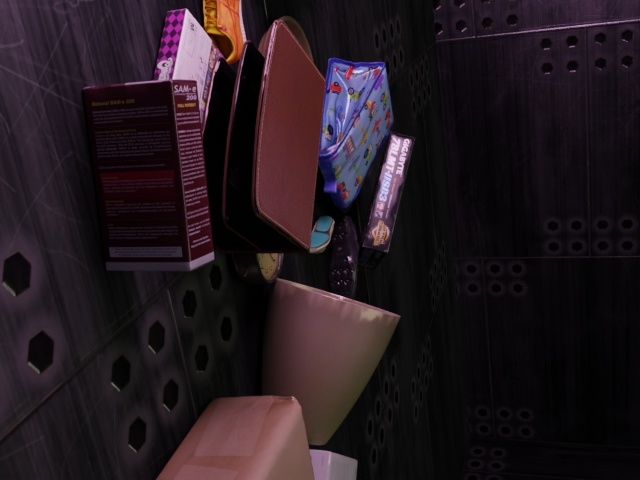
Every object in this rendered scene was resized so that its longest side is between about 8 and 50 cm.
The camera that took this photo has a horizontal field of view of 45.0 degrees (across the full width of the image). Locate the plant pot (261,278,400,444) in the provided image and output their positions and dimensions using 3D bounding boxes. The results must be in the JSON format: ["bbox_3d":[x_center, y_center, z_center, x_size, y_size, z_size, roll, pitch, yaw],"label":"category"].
[{"bbox_3d":[-0.008,0.236,1.470,0.256,0.257,0.273,22,84,-69],"label":"plant pot"}]

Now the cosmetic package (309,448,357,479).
[{"bbox_3d":[-0.030,0.483,1.482,0.183,0.151,0.151,45,47,-61],"label":"cosmetic package"}]

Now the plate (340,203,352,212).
[{"bbox_3d":[0.050,-0.163,1.939,0.188,0.024,0.188,-2,90,-70],"label":"plate"}]

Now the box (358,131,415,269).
[{"bbox_3d":[0.159,-0.090,1.955,0.295,0.074,0.293,94,10,-79],"label":"box"}]

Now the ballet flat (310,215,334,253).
[{"bbox_3d":[0.000,0.000,1.742,0.168,0.057,0.052,-56,151,-58],"label":"ballet flat"}]

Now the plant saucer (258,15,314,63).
[{"bbox_3d":[-0.068,-0.315,1.581,0.278,0.041,0.277,0,90,-70],"label":"plant saucer"}]

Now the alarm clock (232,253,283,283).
[{"bbox_3d":[-0.108,0.016,1.413,0.192,0.064,0.129,11,78,-68],"label":"alarm clock"}]

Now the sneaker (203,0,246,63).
[{"bbox_3d":[-0.165,-0.375,1.277,0.067,0.064,0.175,-49,133,-48],"label":"sneaker"}]

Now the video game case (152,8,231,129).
[{"bbox_3d":[-0.195,-0.202,1.208,0.210,0.042,0.231,48,45,-62],"label":"video game case"}]

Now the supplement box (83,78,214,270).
[{"bbox_3d":[-0.219,-0.083,1.001,0.073,0.130,0.239,-31,120,-68],"label":"supplement box"}]

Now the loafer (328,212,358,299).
[{"bbox_3d":[0.062,0.043,1.881,0.078,0.076,0.223,9,77,-63],"label":"loafer"}]

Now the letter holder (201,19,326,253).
[{"bbox_3d":[-0.107,-0.152,1.171,0.214,0.152,0.301,42,50,-64],"label":"letter holder"}]

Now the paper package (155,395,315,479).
[{"bbox_3d":[-0.128,0.454,1.180,0.325,0.168,0.309,-55,140,-61],"label":"paper package"}]

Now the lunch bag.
[{"bbox_3d":[0.065,-0.228,1.765,0.221,0.138,0.293,69,33,-60],"label":"lunch bag"}]
